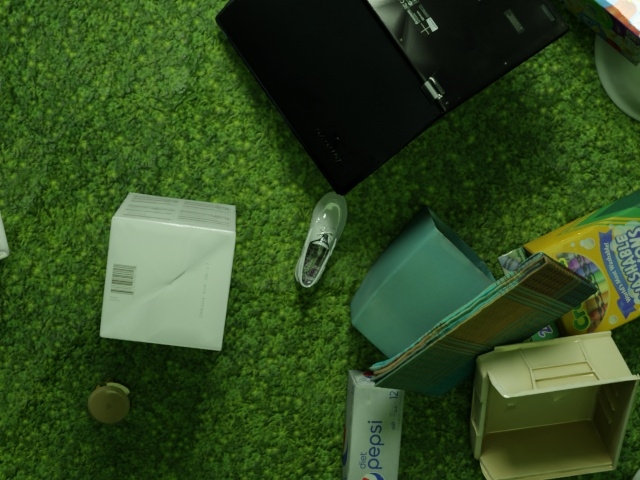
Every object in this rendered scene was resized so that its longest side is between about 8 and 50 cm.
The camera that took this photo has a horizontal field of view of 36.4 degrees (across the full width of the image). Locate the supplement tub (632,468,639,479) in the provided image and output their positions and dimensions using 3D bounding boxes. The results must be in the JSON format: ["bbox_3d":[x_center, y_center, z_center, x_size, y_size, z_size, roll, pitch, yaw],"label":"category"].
[{"bbox_3d":[0.715,0.526,1.921,0.190,0.117,0.117,39,95,-12],"label":"supplement tub"}]

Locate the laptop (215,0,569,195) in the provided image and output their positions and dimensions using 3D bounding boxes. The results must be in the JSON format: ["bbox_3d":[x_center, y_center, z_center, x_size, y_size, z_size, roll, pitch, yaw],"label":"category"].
[{"bbox_3d":[0.106,-0.358,1.602,0.408,0.236,0.382,-35,88,-14],"label":"laptop"}]

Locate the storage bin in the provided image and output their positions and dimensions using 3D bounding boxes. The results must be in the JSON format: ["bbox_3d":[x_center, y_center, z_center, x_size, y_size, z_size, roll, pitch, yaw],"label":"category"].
[{"bbox_3d":[0.417,0.312,1.788,0.260,0.123,0.262,-7,132,-5],"label":"storage bin"}]

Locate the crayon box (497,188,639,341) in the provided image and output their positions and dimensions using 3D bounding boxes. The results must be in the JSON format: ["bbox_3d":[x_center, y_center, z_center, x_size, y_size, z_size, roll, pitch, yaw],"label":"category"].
[{"bbox_3d":[0.523,0.059,1.822,0.323,0.083,0.203,-25,103,1],"label":"crayon box"}]

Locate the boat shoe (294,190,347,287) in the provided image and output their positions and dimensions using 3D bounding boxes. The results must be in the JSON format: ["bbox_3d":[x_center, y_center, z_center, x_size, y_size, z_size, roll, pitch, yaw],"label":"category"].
[{"bbox_3d":[0.000,0.000,1.766,0.066,0.063,0.184,26,98,-10],"label":"boat shoe"}]

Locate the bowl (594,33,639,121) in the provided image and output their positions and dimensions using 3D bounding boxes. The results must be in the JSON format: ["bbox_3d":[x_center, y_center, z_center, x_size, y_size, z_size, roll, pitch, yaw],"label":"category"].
[{"bbox_3d":[0.651,-0.344,1.726,0.297,0.134,0.298,-1,101,-6],"label":"bowl"}]

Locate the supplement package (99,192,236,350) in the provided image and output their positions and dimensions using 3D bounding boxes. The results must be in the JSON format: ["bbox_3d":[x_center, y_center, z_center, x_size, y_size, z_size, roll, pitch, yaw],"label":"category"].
[{"bbox_3d":[-0.251,0.044,1.648,0.198,0.263,0.199,7,101,-7],"label":"supplement package"}]

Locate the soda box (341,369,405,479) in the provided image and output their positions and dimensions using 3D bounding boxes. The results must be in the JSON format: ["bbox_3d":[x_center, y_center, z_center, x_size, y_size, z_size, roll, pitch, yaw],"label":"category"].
[{"bbox_3d":[0.095,0.392,1.843,0.098,0.091,0.286,1,102,-7],"label":"soda box"}]

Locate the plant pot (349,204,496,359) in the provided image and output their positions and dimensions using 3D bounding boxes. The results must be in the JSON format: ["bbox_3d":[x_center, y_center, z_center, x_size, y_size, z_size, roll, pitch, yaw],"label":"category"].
[{"bbox_3d":[0.172,0.090,1.756,0.165,0.166,0.234,43,101,-12],"label":"plant pot"}]

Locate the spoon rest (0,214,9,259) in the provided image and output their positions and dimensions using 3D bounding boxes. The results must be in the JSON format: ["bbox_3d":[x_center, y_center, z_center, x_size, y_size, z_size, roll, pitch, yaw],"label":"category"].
[{"bbox_3d":[-0.607,-0.090,1.690,0.137,0.084,0.276,-19,90,-3],"label":"spoon rest"}]

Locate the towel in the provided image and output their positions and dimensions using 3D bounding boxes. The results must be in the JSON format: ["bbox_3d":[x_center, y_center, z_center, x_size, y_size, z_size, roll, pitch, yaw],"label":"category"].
[{"bbox_3d":[0.289,0.157,1.713,0.370,0.271,0.040,-38,60,19],"label":"towel"}]

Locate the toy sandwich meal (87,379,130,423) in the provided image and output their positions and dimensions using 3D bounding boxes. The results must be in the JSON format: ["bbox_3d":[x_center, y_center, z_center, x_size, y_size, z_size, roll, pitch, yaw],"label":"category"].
[{"bbox_3d":[-0.392,0.299,1.809,0.085,0.029,0.086,-1,107,-5],"label":"toy sandwich meal"}]

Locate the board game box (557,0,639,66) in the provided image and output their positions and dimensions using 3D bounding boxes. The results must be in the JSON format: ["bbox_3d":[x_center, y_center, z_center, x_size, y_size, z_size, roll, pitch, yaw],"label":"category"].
[{"bbox_3d":[0.475,-0.448,1.622,0.144,0.142,0.275,-46,72,4],"label":"board game box"}]
